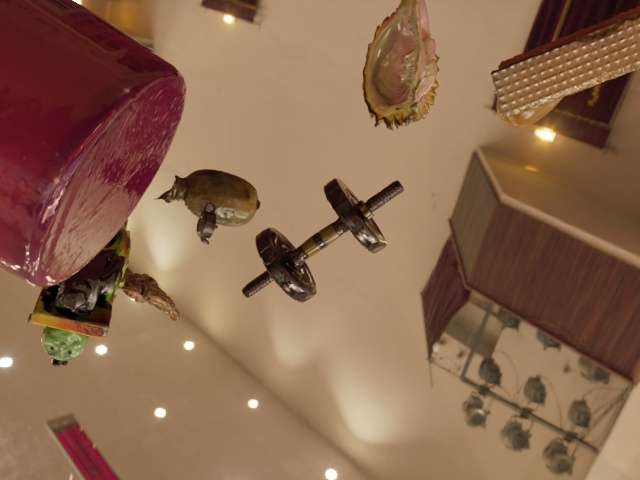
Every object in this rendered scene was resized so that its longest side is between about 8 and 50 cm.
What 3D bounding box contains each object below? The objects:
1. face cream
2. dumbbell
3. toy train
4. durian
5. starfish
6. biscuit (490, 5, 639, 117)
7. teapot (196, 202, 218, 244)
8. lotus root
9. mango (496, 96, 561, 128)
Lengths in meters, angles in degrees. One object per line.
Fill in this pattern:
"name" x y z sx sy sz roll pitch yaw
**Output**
"face cream" -0.216 -0.089 0.412 0.195 0.175 0.175 32 -157 -2
"dumbbell" 0.000 0.000 1.038 0.143 0.325 0.143 52 -169 -14
"toy train" -0.316 0.048 0.826 0.101 0.160 0.296 16 -164 -19
"durian" 0.129 -0.268 0.883 0.078 0.224 0.140 4 -166 -29
"starfish" -0.326 0.070 1.066 0.227 0.043 0.240 38 172 -15
"biscuit" 0.466 -0.307 0.999 0.379 0.094 0.054 -20 -159 13
"teapot" -0.267 -0.040 1.484 0.045 0.100 0.068 15 171 -28
"lotus root" -0.296 -0.121 1.661 0.278 0.154 0.154 13 -158 -16
"mango" 0.395 -0.282 1.115 0.102 0.184 0.085 35 -169 -39
